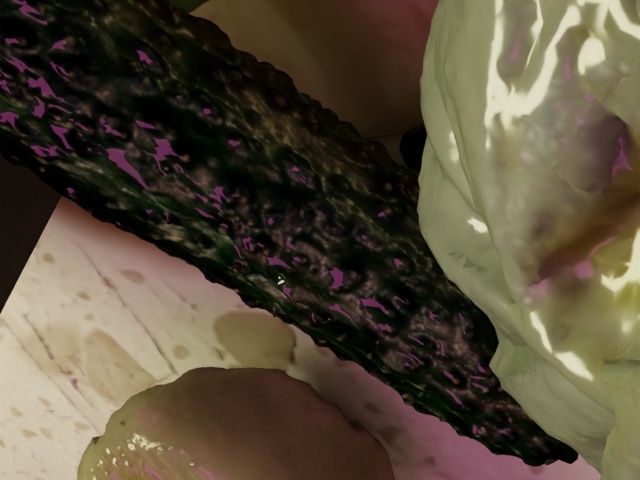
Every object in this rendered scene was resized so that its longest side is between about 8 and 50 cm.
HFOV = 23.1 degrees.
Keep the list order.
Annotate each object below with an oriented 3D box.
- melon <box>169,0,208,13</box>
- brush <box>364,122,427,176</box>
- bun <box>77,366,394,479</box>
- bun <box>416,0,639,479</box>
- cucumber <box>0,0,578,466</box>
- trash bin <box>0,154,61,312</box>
[{"bbox_3d":[-0.114,-0.150,0.641,0.209,0.064,0.118,21,138,0],"label":"melon"},{"bbox_3d":[0.099,-0.065,0.646,0.299,0.039,0.042,-26,118,40],"label":"brush"},{"bbox_3d":[-0.040,0.145,0.869,0.178,0.128,0.193,-26,108,41],"label":"bun"},{"bbox_3d":[0.143,-0.048,0.440,0.354,0.194,0.354,36,135,46],"label":"bun"},{"bbox_3d":[0.000,0.000,0.654,0.359,0.096,0.096,35,138,-20],"label":"cucumber"},{"bbox_3d":[-0.244,-0.008,0.705,0.219,0.250,0.220,-5,131,28],"label":"trash bin"}]
